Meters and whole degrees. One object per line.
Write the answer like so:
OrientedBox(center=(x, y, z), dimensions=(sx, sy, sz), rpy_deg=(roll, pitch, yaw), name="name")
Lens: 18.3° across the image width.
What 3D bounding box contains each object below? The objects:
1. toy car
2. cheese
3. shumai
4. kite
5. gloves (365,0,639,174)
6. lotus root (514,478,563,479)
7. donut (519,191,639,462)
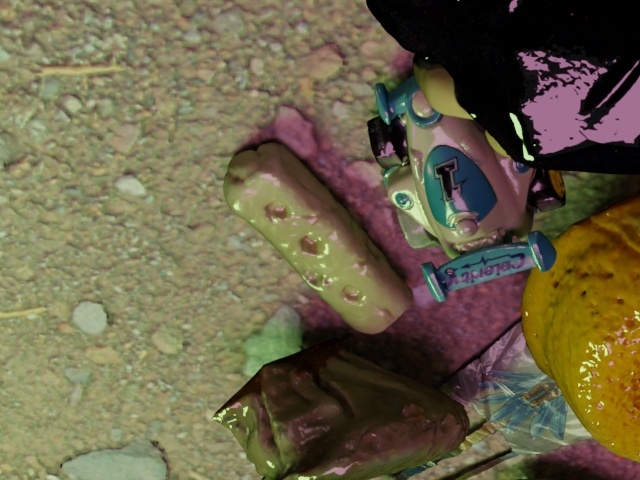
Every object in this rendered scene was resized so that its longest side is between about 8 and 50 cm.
OrientedBox(center=(0.104, -0.043, 1.439), dimensions=(0.126, 0.098, 0.161), rpy_deg=(-16, 132, 15), name="toy car")
OrientedBox(center=(0.000, 0.000, 1.526), dimensions=(0.065, 0.043, 0.194), rpy_deg=(-30, 123, 22), name="cheese")
OrientedBox(center=(0.015, 0.141, 1.610), dimensions=(0.201, 0.120, 0.201), rpy_deg=(-18, 172, -3), name="shumai")
OrientedBox(center=(0.141, 0.144, 1.676), dimensions=(0.310, 0.015, 0.169), rpy_deg=(-27, 125, 25), name="kite")
OrientedBox(center=(0.136, -0.148, 1.280), dimensions=(0.301, 0.197, 0.152), rpy_deg=(14, -175, 36), name="gloves")
OrientedBox(center=(0.263, 0.283, 1.745), dimensions=(0.258, 0.097, 0.110), rpy_deg=(37, 118, -18), name="lotus root")
OrientedBox(center=(0.307, 0.064, 1.497), dimensions=(0.303, 0.110, 0.303), rpy_deg=(-6, 136, -5), name="donut")
